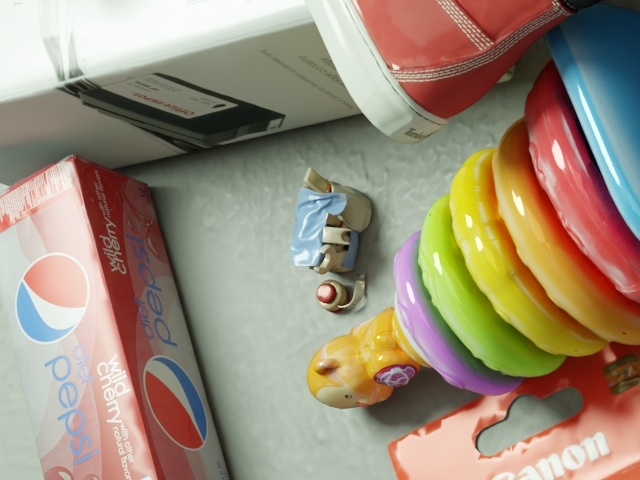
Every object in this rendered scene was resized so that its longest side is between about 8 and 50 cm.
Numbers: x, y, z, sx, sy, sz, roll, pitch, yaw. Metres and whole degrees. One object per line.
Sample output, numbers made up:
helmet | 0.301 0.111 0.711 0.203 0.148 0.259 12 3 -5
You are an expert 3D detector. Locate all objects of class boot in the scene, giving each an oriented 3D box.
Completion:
boot | 0.050 -0.196 0.854 0.176 0.088 0.244 -37 76 26

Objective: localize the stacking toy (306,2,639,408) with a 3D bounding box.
stacking toy | 0.101 0.021 0.947 0.302 0.175 0.166 -36 58 31

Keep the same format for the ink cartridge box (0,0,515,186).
ink cartridge box | -0.091 -0.217 1.100 0.394 0.166 0.286 -10 71 27

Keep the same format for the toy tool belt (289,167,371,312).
toy tool belt | 0.000 0.000 1.055 0.052 0.051 0.083 -2 76 30

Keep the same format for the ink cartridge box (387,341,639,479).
ink cartridge box | 0.136 0.178 0.926 0.189 0.066 0.232 -29 67 21

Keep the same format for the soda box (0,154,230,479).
soda box | -0.136 0.081 1.089 0.083 0.092 0.263 -28 65 22
